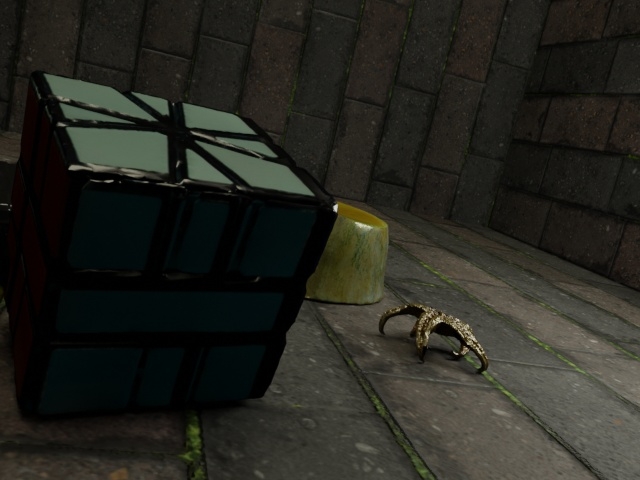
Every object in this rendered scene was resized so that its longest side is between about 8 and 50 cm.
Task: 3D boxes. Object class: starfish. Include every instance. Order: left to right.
[{"bbox_3d":[0.203,0.165,1.054,0.146,0.074,0.190,11,11,-46],"label":"starfish"}]

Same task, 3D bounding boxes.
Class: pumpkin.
[{"bbox_3d":[0.000,0.000,1.342,0.332,0.199,0.332,12,13,-3],"label":"pumpkin"}]

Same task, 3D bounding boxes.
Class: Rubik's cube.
[{"bbox_3d":[-0.194,0.002,0.706,0.288,0.283,0.293,7,29,-33],"label":"Rubik's cube"}]

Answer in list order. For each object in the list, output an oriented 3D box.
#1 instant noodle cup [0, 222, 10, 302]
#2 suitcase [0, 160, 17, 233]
[{"bbox_3d":[-0.494,0.016,0.677,0.215,0.216,0.236,3,5,-45],"label":"instant noodle cup"},{"bbox_3d":[-0.666,-0.087,1.129,0.285,0.066,0.206,2,32,-30],"label":"suitcase"}]
